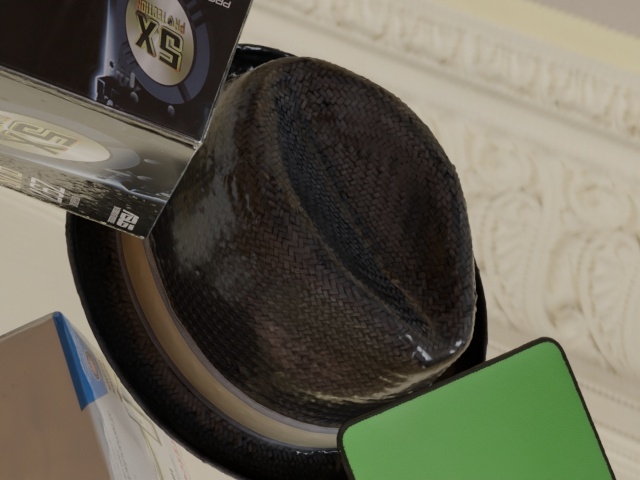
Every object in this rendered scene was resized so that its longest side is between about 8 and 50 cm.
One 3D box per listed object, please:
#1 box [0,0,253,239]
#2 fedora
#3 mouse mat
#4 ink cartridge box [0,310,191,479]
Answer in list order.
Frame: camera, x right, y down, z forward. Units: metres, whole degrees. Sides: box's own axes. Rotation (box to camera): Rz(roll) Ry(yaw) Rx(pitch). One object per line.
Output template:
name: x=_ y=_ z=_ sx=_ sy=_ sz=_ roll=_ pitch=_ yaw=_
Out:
box: x=-0.115 y=-0.075 z=0.688 sx=0.147 sy=0.180 sz=0.078 roll=21 pitch=-104 yaw=-8
fedora: x=0.000 y=0.000 z=1.146 sx=0.334 sy=0.152 sz=0.334 roll=9 pitch=-113 yaw=-23
mouse mat: x=0.107 y=0.155 z=1.072 sx=0.189 sy=0.007 sz=0.153 roll=-19 pitch=-94 yaw=-32
ink cartridge box: x=-0.152 y=0.160 z=1.164 sx=0.086 sy=0.203 sz=0.148 roll=-26 pitch=-120 yaw=5
